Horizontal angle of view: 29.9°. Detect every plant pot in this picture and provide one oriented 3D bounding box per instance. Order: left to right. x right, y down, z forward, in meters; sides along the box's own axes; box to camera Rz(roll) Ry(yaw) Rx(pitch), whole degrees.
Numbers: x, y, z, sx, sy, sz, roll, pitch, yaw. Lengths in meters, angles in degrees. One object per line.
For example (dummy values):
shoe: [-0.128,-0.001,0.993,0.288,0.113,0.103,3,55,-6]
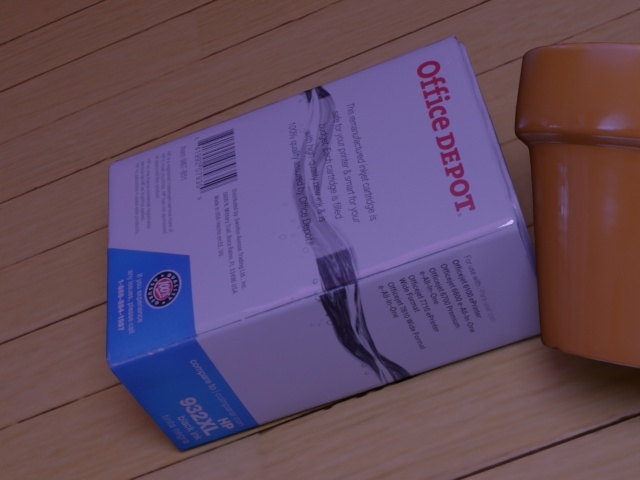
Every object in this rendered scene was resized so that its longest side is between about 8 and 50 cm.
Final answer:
plant pot: [0.219,-0.015,0.769,0.205,0.205,0.188,9,92,33]

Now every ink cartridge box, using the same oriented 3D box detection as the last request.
ink cartridge box: [0.000,0.000,0.928,0.307,0.129,0.223,-19,43,10]
